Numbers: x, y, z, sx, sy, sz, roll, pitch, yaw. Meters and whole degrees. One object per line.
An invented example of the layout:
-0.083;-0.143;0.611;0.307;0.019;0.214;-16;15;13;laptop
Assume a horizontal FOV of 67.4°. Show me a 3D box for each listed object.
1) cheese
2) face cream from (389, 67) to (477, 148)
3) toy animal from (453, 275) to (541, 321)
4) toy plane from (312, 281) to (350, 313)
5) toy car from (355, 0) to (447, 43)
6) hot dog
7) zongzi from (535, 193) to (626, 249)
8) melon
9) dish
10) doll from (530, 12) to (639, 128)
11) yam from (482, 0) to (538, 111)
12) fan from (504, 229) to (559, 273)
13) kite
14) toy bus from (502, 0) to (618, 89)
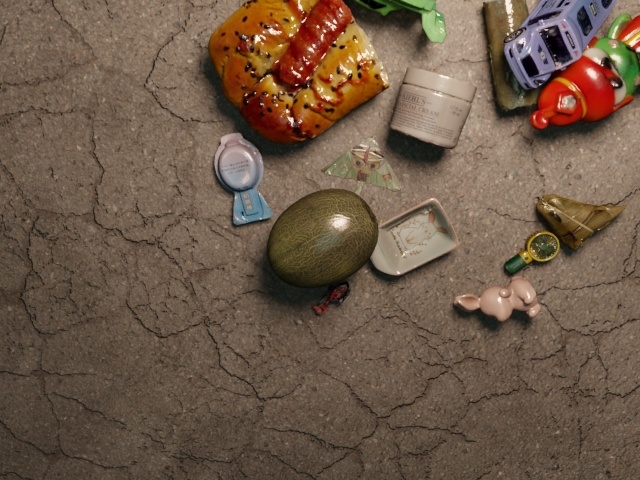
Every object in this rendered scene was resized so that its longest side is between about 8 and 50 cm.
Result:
-0.212;-0.168;1.308;0.135;0.052;0.245;-11;105;10;cheese
0.269;-0.318;1.162;0.177;0.177;0.153;17;106;0;face cream
0.480;0.178;1.316;0.212;0.124;0.125;-21;103;16;toy animal
0.038;0.160;1.384;0.060;0.037;0.145;40;103;-2;toy plane
0.148;-0.603;1.084;0.358;0.214;0.177;20;126;-2;toy car
-0.070;-0.431;1.159;0.365;0.196;0.368;-33;98;16;hot dog
0.664;-0.096;1.238;0.178;0.081;0.189;-39;100;14;zongzi
0.000;0.000;1.239;0.301;0.237;0.238;-30;101;18;melon
0.238;-0.006;1.308;0.234;0.064;0.154;-27;101;10;dish
0.637;-0.374;1.117;0.362;0.160;0.183;-35;98;-3;doll
0.458;-0.449;1.150;0.106;0.106;0.260;-12;104;8;yam
0.568;0.034;1.305;0.155;0.039;0.082;-38;100;14;fan
0.112;-0.161;1.306;0.229;0.012;0.250;16;107;1;kite
0.532;-0.471;1.060;0.125;0.133;0.292;48;70;-24;toy bus
